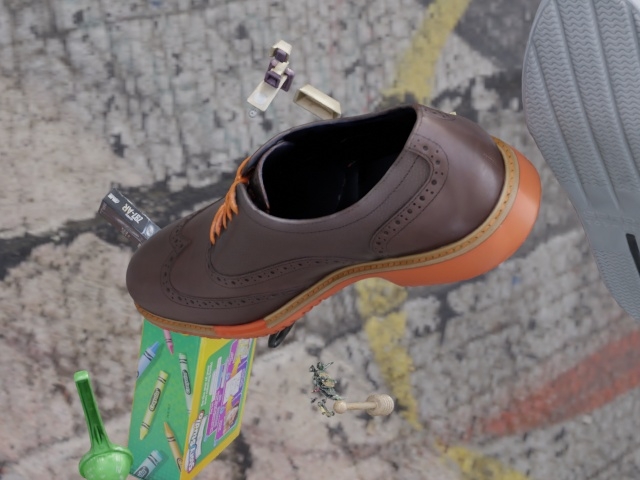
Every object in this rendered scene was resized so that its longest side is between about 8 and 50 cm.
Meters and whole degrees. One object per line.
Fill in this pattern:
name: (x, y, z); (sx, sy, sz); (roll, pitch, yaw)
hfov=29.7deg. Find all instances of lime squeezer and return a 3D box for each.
lime squeezer: (-0.216, 0.264, 1.223); (0.110, 0.059, 0.310); (-72, 153, -75)

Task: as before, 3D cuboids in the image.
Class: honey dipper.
honey dipper: (0.055, 0.220, 1.615); (0.161, 0.030, 0.030); (17, 84, -63)

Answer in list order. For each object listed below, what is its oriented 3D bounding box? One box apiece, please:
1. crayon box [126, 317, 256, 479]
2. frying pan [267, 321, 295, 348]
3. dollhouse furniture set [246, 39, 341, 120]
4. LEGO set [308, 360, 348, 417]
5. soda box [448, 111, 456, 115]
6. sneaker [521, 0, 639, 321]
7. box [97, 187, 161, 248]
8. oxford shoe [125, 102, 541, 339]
crayon box: (-0.152, 0.152, 1.495); (0.165, 0.081, 0.278); (-36, 141, -59)
frying pan: (0.024, -0.010, 1.594); (0.197, 0.053, 0.326); (-20, 142, -32)
dollhouse furniture set: (-0.031, -0.174, 1.506); (0.114, 0.091, 0.081); (31, 61, 2)
LEGO set: (0.001, 0.160, 1.298); (0.054, 0.023, 0.083); (50, 26, 0)
soda box: (0.167, -0.071, 1.577); (0.058, 0.061, 0.181); (-20, 93, -19)
sneaker: (0.174, -0.058, 0.639); (0.091, 0.094, 0.258); (-55, 143, -24)
box: (-0.202, -0.021, 1.273); (0.067, 0.083, 0.018); (42, 75, -6)
oxford shoe: (-0.022, -0.017, 0.644); (0.098, 0.271, 0.097); (34, 50, -39)
